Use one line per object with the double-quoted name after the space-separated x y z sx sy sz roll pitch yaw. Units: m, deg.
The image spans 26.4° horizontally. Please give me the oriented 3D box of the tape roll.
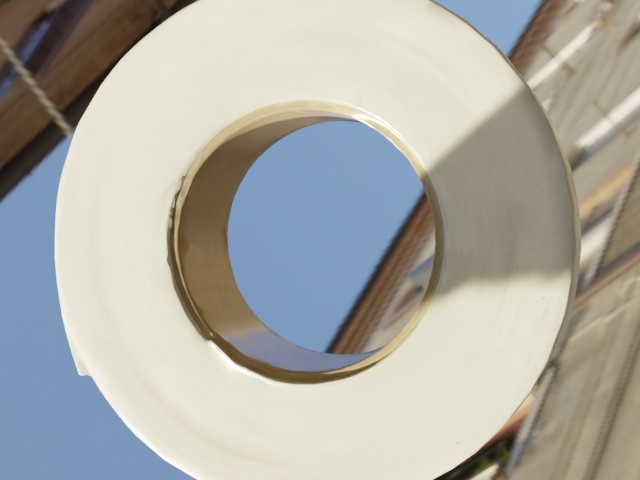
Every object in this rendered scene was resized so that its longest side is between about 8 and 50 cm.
0.000 0.000 0.756 0.286 0.286 0.100 53 -169 7 "tape roll"
